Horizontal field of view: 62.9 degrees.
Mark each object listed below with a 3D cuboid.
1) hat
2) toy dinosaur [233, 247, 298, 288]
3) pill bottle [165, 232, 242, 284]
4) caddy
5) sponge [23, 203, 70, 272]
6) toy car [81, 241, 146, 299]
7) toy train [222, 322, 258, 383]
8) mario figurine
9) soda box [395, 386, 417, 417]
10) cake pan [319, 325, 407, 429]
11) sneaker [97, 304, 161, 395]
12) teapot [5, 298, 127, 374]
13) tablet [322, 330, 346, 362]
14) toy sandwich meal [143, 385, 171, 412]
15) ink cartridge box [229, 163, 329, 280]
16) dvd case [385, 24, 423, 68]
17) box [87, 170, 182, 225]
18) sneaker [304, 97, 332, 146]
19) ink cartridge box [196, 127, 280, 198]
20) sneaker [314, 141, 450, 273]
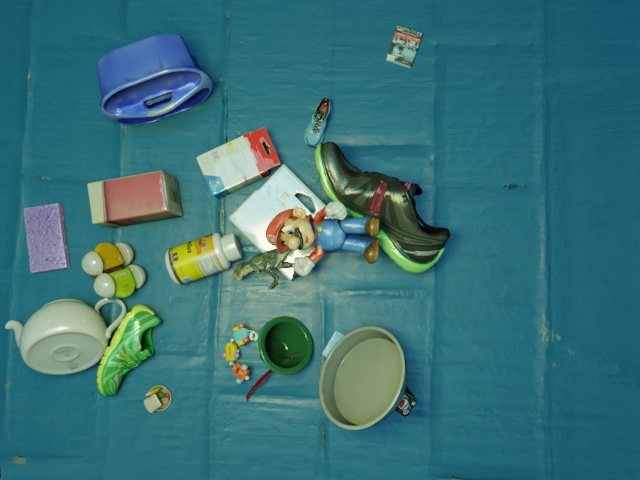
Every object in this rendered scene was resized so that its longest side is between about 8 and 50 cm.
[{"bbox_3d":[-0.151,0.348,1.600,0.208,0.183,0.173,-25,80,-39],"label":"hat"},{"bbox_3d":[-0.130,0.070,1.545,0.268,0.064,0.118,-29,78,-2],"label":"toy dinosaur"},{"bbox_3d":[-0.350,0.049,1.585,0.214,0.117,0.118,-19,85,1],"label":"pill bottle"},{"bbox_3d":[-0.498,-0.461,1.576,0.340,0.241,0.179,-20,80,2],"label":"caddy"},{"bbox_3d":[-0.869,-0.007,1.662,0.117,0.031,0.210,-10,84,2],"label":"sponge"},{"bbox_3d":[-0.641,0.103,1.598,0.136,0.159,0.182,-35,84,35],"label":"toy car"},{"bbox_3d":[-0.230,0.335,1.573,0.125,0.046,0.167,25,99,34],"label":"toy train"},{"bbox_3d":[0.000,0.000,1.436,0.320,0.170,0.198,3,82,12],"label":"mario figurine"},{"bbox_3d":[0.226,0.446,1.494,0.053,0.169,0.060,35,88,2],"label":"soda box"},{"bbox_3d":[0.124,0.389,1.479,0.054,0.293,0.293,37,88,-38],"label":"cake pan"},{"bbox_3d":[-0.575,0.343,1.577,0.123,0.109,0.296,25,92,0],"label":"sneaker"},{"bbox_3d":[-0.754,0.261,1.559,0.252,0.256,0.187,-44,45,20],"label":"teapot"},{"bbox_3d":[0.048,0.325,1.596,0.054,0.006,0.083,30,87,5],"label":"tablet"},{"bbox_3d":[-0.499,0.486,1.602,0.085,0.029,0.086,0,85,3],"label":"toy sandwich meal"},{"bbox_3d":[-0.102,-0.055,1.610,0.239,0.060,0.275,-45,85,-2],"label":"ink cartridge box"},{"bbox_3d":[0.265,-0.613,1.658,0.087,0.013,0.120,19,85,5],"label":"dvd case"},{"bbox_3d":[-0.559,-0.122,1.595,0.232,0.148,0.127,-10,86,3],"label":"box"},{"bbox_3d":[-0.010,-0.370,1.623,0.063,0.073,0.162,17,86,4],"label":"sneaker"},{"bbox_3d":[-0.247,-0.240,1.623,0.230,0.078,0.134,-24,85,1],"label":"ink cartridge box"},{"bbox_3d":[0.181,-0.124,1.525,0.482,0.185,0.202,43,110,-4],"label":"sneaker"}]
